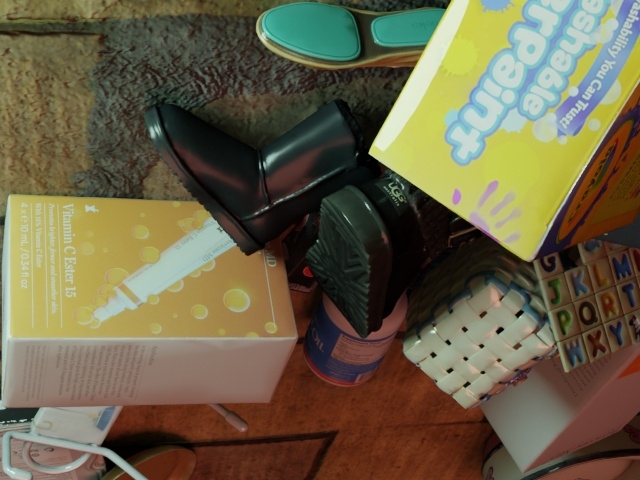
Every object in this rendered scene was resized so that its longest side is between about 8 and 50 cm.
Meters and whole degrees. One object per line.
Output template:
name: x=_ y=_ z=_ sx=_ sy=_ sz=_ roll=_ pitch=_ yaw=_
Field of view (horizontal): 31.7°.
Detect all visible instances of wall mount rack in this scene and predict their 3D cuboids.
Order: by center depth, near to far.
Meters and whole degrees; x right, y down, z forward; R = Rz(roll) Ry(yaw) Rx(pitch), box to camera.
wall mount rack: x=-0.299 y=0.283 z=1.702 sx=0.304 sy=0.130 sz=0.350 roll=18 pitch=120 yaw=-29

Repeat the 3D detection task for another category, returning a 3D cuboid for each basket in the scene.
basket: x=0.241 y=0.078 z=1.538 sx=0.201 sy=0.289 sz=0.255 roll=40 pitch=128 yaw=-9

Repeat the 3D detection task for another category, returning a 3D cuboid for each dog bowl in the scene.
dog bowl: x=0.501 y=0.445 z=2.211 sx=0.408 sy=0.150 sz=0.408 roll=-8 pitch=146 yaw=-6

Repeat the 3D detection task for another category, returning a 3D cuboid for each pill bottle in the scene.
pill bottle: x=0.055 y=0.107 z=1.634 sx=0.124 sy=0.124 sz=0.221 roll=1 pitch=142 yaw=-16

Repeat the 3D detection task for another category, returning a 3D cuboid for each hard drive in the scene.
hard drive: x=-0.481 y=0.361 z=1.895 sx=0.237 sy=0.064 sz=0.339 roll=-5 pitch=145 yaw=-8

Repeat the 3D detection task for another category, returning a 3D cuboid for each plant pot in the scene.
plant pot: x=-0.329 y=0.438 z=2.002 sx=0.236 sy=0.032 sz=0.236 roll=-30 pitch=152 yaw=-18

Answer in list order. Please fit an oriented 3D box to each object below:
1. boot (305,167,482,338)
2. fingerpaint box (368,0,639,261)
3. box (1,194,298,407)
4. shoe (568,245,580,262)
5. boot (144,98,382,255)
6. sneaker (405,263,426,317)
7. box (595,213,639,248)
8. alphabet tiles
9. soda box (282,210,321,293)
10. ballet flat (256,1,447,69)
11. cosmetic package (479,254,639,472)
boot: x=0.129 y=-0.018 z=1.389 sx=0.260 sy=0.131 sz=0.348 roll=-32 pitch=166 yaw=-16
fingerpaint box: x=0.271 y=-0.225 z=0.923 sx=0.445 sy=0.163 sz=0.371 roll=-61 pitch=160 yaw=19
box: x=-0.225 y=0.079 z=1.435 sx=0.345 sy=0.215 sz=0.168 roll=1 pitch=143 yaw=-18
shoe: x=0.396 y=-0.012 z=1.628 sx=0.076 sy=0.058 sz=0.219 roll=-22 pitch=153 yaw=-20
boot: x=-0.060 y=-0.112 z=1.325 sx=0.207 sy=0.094 sz=0.246 roll=-32 pitch=127 yaw=9
sneaker: x=0.119 y=0.096 z=1.685 sx=0.061 sy=0.065 sz=0.158 roll=0 pitch=143 yaw=-15
box: x=0.477 y=-0.133 z=1.266 sx=0.312 sy=0.179 sz=0.343 roll=14 pitch=146 yaw=11
alphabet tiles: x=0.370 y=0.039 z=1.438 sx=0.237 sy=0.198 sz=0.009 roll=-17 pitch=-179 yaw=-31
soda box: x=0.000 y=0.000 z=1.522 sx=0.053 sy=0.060 sz=0.169 roll=12 pitch=138 yaw=-31
ballet flat: x=0.041 y=-0.211 z=1.227 sx=0.232 sy=0.080 sz=0.073 roll=-1 pitch=159 yaw=-12
cosmetic package: x=0.439 y=0.161 z=1.727 sx=0.230 sy=0.161 sz=0.453 roll=-16 pitch=151 yaw=-28
